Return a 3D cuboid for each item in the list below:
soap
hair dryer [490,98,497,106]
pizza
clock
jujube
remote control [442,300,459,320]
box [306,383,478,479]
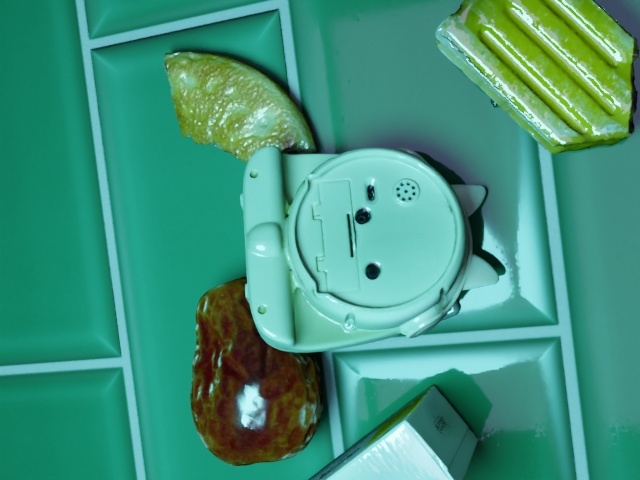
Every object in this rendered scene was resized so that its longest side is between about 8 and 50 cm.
[{"bbox_3d":[0.285,-0.219,0.981,0.257,0.080,0.160,45,94,3],"label":"soap"},{"bbox_3d":[0.230,-0.218,1.046,0.047,0.026,0.083,-3,96,19],"label":"hair dryer"},{"bbox_3d":[-0.123,-0.190,1.145,0.271,0.056,0.134,23,98,14],"label":"pizza"},{"bbox_3d":[0.064,-0.002,1.025,0.324,0.108,0.265,-6,73,0],"label":"clock"},{"bbox_3d":[-0.096,0.180,1.101,0.190,0.190,0.255,-21,79,18],"label":"jujube"},{"bbox_3d":[0.147,0.051,1.091,0.053,0.018,0.124,-23,86,17],"label":"remote control"},{"bbox_3d":[0.068,0.321,1.041,0.260,0.194,0.111,-39,82,15],"label":"box"}]
